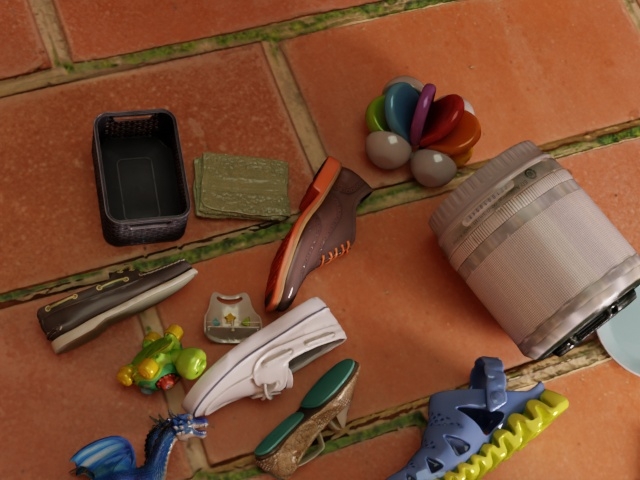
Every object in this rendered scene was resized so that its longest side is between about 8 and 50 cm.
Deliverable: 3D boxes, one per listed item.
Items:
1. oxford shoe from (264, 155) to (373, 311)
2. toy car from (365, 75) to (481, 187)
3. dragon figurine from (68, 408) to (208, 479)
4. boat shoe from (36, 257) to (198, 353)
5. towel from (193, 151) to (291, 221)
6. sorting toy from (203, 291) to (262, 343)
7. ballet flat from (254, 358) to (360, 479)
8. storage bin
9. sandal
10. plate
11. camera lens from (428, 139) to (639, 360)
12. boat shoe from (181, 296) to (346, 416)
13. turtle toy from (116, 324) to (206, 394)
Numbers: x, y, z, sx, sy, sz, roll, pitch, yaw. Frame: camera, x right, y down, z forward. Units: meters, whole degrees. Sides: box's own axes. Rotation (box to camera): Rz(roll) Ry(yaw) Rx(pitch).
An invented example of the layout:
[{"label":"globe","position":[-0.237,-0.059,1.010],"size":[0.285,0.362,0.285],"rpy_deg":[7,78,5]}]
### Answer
[{"label":"oxford shoe","position":[0.000,0.000,1.722],"size":[0.098,0.097,0.271],"rpy_deg":[29,63,-5]},{"label":"toy car","position":[0.162,-0.184,1.816],"size":[0.182,0.136,0.159],"rpy_deg":[22,63,-2]},{"label":"dragon figurine","position":[-0.278,0.309,1.520],"size":[0.289,0.085,0.144],"rpy_deg":[-12,69,-18]},{"label":"boat shoe","position":[-0.281,0.075,1.628],"size":[0.228,0.081,0.069],"rpy_deg":[-28,79,-20]},{"label":"towel","position":[-0.118,-0.080,1.767],"size":[0.148,0.027,0.110],"rpy_deg":[2,65,-11]},{"label":"sorting toy","position":[-0.128,0.106,1.674],"size":[0.083,0.045,0.075],"rpy_deg":[2,58,-11]},{"label":"ballet flat","position":[-0.007,0.253,1.629],"size":[0.206,0.073,0.067],"rpy_deg":[-43,108,-23]},{"label":"storage bin","position":[-0.263,-0.092,1.708],"size":[0.122,0.084,0.180],"rpy_deg":[-6,68,-15]},{"label":"sandal","position":[0.194,0.269,1.635],"size":[0.317,0.126,0.138],"rpy_deg":[-30,72,-31]},{"label":"plate","position":[0.507,0.130,1.815],"size":[0.188,0.024,0.188],"rpy_deg":[5,66,-11]},{"label":"camera lens","position":[0.318,0.020,1.712],"size":[0.219,0.219,0.274],"rpy_deg":[-32,77,-24]},{"label":"boat shoe","position":[-0.072,0.175,1.623],"size":[0.258,0.095,0.084],"rpy_deg":[-35,73,-23]},{"label":"turtle toy","position":[-0.209,0.167,1.588],"size":[0.066,0.130,0.095],"rpy_deg":[52,45,-19]}]
